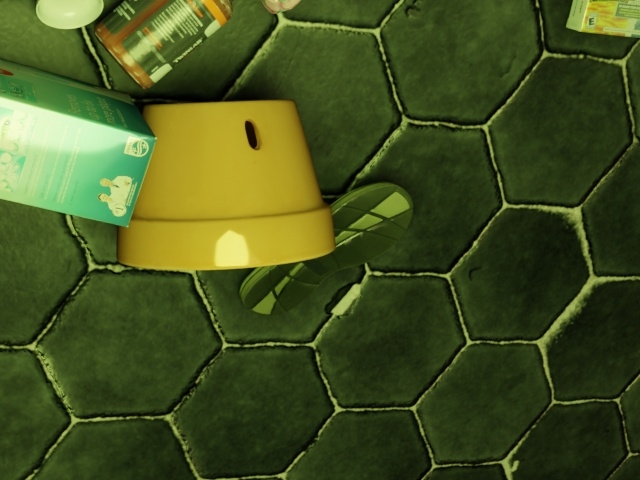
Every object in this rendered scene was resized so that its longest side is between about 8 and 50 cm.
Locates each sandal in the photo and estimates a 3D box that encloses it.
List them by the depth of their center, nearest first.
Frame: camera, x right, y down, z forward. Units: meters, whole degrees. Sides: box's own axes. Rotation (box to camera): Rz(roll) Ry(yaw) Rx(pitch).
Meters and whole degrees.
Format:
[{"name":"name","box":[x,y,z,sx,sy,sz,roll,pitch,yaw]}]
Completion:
[{"name":"sandal","box":[-0.002,0.000,1.500,0.303,0.086,0.120,-33,127,13]}]

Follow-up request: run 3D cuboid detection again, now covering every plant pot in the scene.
[{"name":"plant pot","box":[-0.129,-0.082,1.313,0.291,0.291,0.203,-6,99,-19]}]

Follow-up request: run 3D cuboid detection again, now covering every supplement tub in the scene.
[{"name":"supplement tub","box":[-0.187,-0.294,1.278,0.198,0.106,0.106,-40,121,1]}]

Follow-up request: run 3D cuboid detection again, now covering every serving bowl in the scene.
[{"name":"serving bowl","box":[-0.318,-0.303,1.253,0.083,0.027,0.083,-14,157,-6]}]

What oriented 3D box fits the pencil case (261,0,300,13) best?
[{"name":"pencil case","box":[0.033,-0.407,1.302,0.284,0.124,0.124,-29,120,-6]}]

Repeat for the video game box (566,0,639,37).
[{"name":"video game box","box":[0.493,-0.406,1.522,0.205,0.048,0.187,0,110,-21]}]

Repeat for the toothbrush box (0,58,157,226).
[{"name":"toothbrush box","box":[-0.374,-0.137,1.214,0.296,0.216,0.126,13,107,-24]}]
